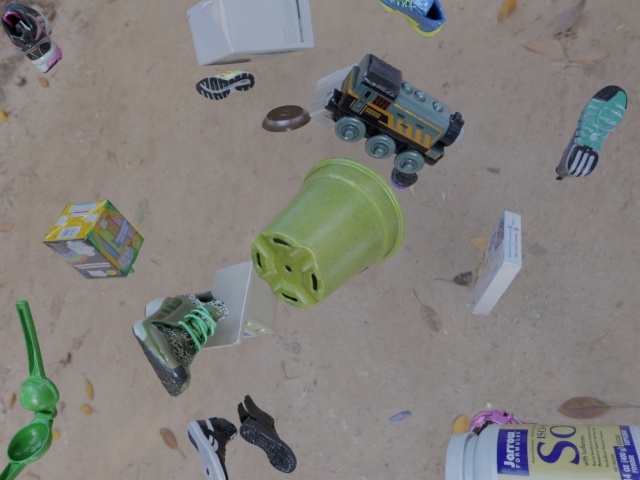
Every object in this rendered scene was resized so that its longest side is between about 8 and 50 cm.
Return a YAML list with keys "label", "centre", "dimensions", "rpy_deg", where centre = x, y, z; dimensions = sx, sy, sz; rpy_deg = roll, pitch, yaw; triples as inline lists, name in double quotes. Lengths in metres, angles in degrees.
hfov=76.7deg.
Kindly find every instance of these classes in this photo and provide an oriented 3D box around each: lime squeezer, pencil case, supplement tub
- label: "lime squeezer"
  centre: [-0.423, 0.245, 0.566]
  dimensions: [0.059, 0.110, 0.310]
  rpy_deg: [-3, 72, 24]
- label: "pencil case"
  centre: [0.583, 0.610, 1.199]
  dimensions: [0.167, 0.386, 0.160]
  rpy_deg: [-32, 46, 30]
- label: "supplement tub"
  centre: [0.414, 0.449, 0.704]
  dimensions: [0.331, 0.241, 0.241]
  rpy_deg: [-15, 64, 31]

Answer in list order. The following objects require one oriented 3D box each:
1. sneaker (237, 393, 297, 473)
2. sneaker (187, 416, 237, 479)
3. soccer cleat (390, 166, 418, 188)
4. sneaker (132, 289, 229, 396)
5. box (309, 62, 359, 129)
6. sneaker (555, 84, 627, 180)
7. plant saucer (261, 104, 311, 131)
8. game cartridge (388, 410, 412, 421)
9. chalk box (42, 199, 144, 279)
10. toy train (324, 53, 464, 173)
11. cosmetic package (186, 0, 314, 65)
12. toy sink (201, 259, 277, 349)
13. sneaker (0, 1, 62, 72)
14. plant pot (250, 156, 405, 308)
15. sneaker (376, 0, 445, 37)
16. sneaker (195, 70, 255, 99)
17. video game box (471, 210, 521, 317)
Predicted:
- label: "sneaker"
  centre: [-0.114, 0.411, 0.866]
  dimensions: [0.170, 0.089, 0.051]
  rpy_deg: [38, 96, 3]
- label: "sneaker"
  centre: [-0.269, 0.563, 1.109]
  dimensions: [0.217, 0.121, 0.079]
  rpy_deg: [35, 116, 45]
- label: "soccer cleat"
  centre: [0.335, -0.261, 1.675]
  dimensions: [0.108, 0.318, 0.116]
  rpy_deg: [33, 122, 0]
- label: "sneaker"
  centre: [-0.301, 0.191, 0.925]
  dimensions: [0.182, 0.158, 0.410]
  rpy_deg: [-28, 19, -12]
- label: "box"
  centre: [0.097, -0.394, 1.169]
  dimensions: [0.181, 0.182, 0.119]
  rpy_deg: [5, 81, 53]
- label: "sneaker"
  centre: [0.608, -0.246, 0.932]
  dimensions: [0.083, 0.098, 0.223]
  rpy_deg: [29, 90, 3]
- label: "plant saucer"
  centre: [-0.136, -0.483, 1.577]
  dimensions: [0.198, 0.036, 0.198]
  rpy_deg: [-5, 41, 5]
- label: "game cartridge"
  centre: [0.257, 0.561, 1.290]
  dimensions: [0.056, 0.083, 0.017]
  rpy_deg: [-33, 56, 21]
- label: "chalk box"
  centre: [-0.566, 0.015, 1.056]
  dimensions: [0.132, 0.213, 0.132]
  rpy_deg: [-4, 52, 13]
- label: "toy train"
  centre: [0.178, -0.291, 0.967]
  dimensions: [0.190, 0.334, 0.142]
  rpy_deg: [-42, 29, 54]
- label: "cosmetic package"
  centre: [-0.174, -0.521, 0.998]
  dimensions: [0.225, 0.138, 0.224]
  rpy_deg: [-19, 23, -31]
- label: "toy sink"
  centre: [-0.216, 0.195, 1.122]
  dimensions: [0.153, 0.131, 0.234]
  rpy_deg: [-17, 53, 32]
- label: "sneaker"
  centre: [-0.533, -0.388, 0.728]
  dimensions: [0.072, 0.077, 0.178]
  rpy_deg: [-42, 68, -6]
- label: "plant pot"
  centre: [0.000, 0.000, 0.861]
  dimensions: [0.276, 0.276, 0.254]
  rpy_deg: [20, 42, 28]
- label: "sneaker"
  centre: [0.249, -0.660, 1.105]
  dimensions: [0.091, 0.240, 0.126]
  rpy_deg: [-60, 15, 7]
- label: "sneaker"
  centre: [-0.344, -0.566, 1.460]
  dimensions: [0.208, 0.081, 0.094]
  rpy_deg: [-12, 39, -10]
- label: "video game box"
  centre: [0.440, 0.061, 1.016]
  dimensions: [0.048, 0.205, 0.187]
  rpy_deg: [15, 47, 8]
